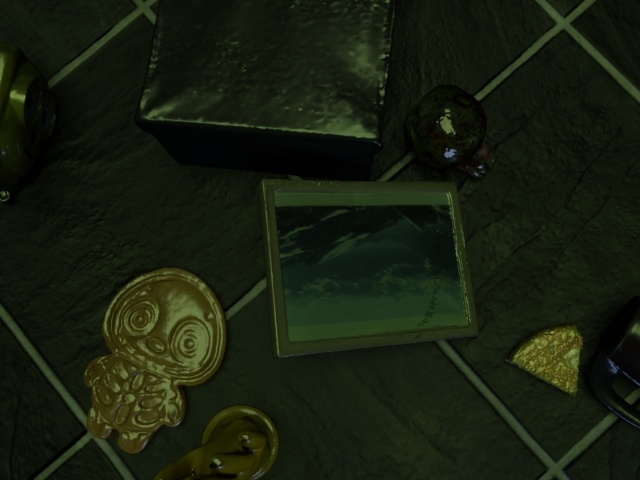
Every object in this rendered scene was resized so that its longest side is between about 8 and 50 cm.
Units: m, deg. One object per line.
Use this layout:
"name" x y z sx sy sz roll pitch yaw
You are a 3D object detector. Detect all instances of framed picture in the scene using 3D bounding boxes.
"framed picture" 0.077 0.032 1.029 0.334 0.022 0.248 -1 79 -26

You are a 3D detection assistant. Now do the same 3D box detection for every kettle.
"kettle" 0.516 0.190 1.011 0.232 0.144 0.202 29 114 14

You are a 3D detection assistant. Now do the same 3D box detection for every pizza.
"pizza" 0.349 0.187 1.063 0.122 0.026 0.109 -25 83 -3

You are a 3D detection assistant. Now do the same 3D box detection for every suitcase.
"suitcase" -0.509 -0.187 1.094 0.143 0.194 0.235 11 82 -3

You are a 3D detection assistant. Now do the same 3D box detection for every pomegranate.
"pomegranate" 0.196 -0.155 1.084 0.125 0.138 0.163 -29 111 -11

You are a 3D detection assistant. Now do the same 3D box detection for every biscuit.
"biscuit" -0.262 0.182 1.095 0.202 0.044 0.289 29 82 7

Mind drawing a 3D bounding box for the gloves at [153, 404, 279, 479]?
"gloves" -0.128 0.289 0.939 0.116 0.294 0.133 32 84 7

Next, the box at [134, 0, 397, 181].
"box" -0.065 -0.246 1.069 0.344 0.204 0.251 6 81 5
